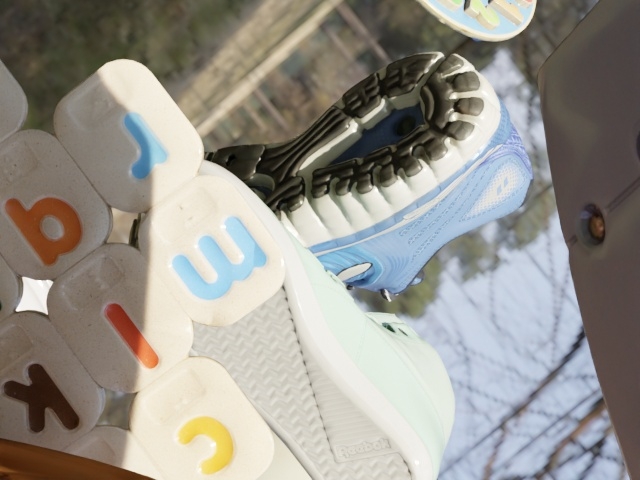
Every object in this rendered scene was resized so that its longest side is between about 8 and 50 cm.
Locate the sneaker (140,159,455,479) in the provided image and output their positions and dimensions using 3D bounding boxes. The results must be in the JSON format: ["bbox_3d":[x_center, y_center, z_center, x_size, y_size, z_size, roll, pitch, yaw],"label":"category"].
[{"bbox_3d":[-0.010,0.053,0.924,0.094,0.256,0.151,-36,179,20],"label":"sneaker"}]

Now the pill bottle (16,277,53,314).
[{"bbox_3d":[-0.434,0.117,1.632,0.323,0.181,0.181,-36,-174,-22],"label":"pill bottle"}]

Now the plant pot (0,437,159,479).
[{"bbox_3d":[-0.164,0.185,0.577,0.291,0.291,0.203,176,-73,-77],"label":"plant pot"}]

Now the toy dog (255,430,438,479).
[{"bbox_3d":[-0.044,0.293,1.058,0.408,0.284,0.395,-85,-170,-48],"label":"toy dog"}]

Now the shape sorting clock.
[{"bbox_3d":[0.118,-0.269,1.283,0.040,0.206,0.206,-31,-169,40],"label":"shape sorting clock"}]

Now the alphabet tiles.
[{"bbox_3d":[-0.165,0.044,0.720,0.284,0.278,0.021,-37,-178,2],"label":"alphabet tiles"}]

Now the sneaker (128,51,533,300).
[{"bbox_3d":[0.000,0.000,1.002,0.330,0.147,0.130,-22,-131,27],"label":"sneaker"}]

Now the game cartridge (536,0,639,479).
[{"bbox_3d":[0.155,0.039,0.380,0.060,0.294,0.196,-3,154,-30],"label":"game cartridge"}]
